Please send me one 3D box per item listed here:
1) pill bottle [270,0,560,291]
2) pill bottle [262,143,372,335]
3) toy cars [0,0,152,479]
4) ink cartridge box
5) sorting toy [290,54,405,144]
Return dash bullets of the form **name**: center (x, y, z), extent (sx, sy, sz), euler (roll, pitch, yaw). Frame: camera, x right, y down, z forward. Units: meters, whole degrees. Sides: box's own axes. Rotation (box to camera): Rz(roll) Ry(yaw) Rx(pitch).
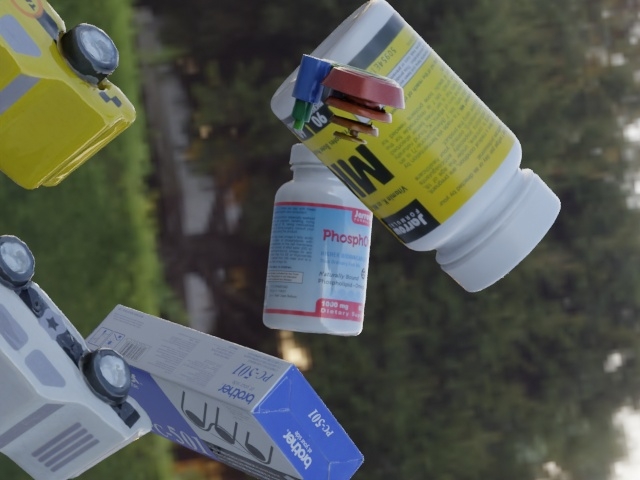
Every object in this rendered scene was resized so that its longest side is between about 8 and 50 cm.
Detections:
- **pill bottle**: center (0.073, -0.068, 1.202), extent (0.208, 0.119, 0.119), euler (45, -3, -9)
- **pill bottle**: center (0.000, 0.000, 1.396), extent (0.087, 0.087, 0.160), euler (158, -62, -82)
- **toy cars**: center (-0.200, -0.015, 0.955), extent (0.087, 0.176, 0.394), euler (-53, 147, -60)
- **ink cartridge box**: center (-0.071, 0.108, 1.090), extent (0.207, 0.046, 0.097), euler (13, -35, 51)
- **sorting toy**: center (0.013, -0.077, 0.918), extent (0.102, 0.061, 0.042), euler (-108, -145, -80)
